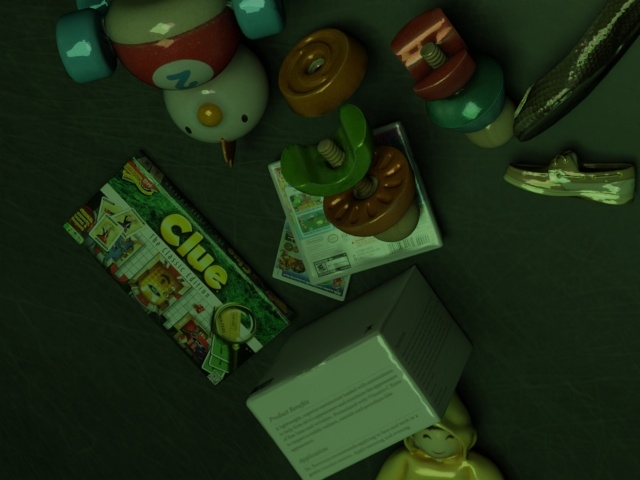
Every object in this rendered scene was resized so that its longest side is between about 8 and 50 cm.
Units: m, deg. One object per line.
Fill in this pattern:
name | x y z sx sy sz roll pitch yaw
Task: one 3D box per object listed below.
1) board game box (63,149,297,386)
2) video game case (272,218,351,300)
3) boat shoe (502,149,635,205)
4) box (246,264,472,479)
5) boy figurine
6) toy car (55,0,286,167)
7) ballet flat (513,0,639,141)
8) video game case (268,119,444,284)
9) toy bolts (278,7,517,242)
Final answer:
board game box | -0.162 0.034 1.786 0.259 0.030 0.136 46 115 -4
video game case | 0.000 0.000 1.728 0.087 0.011 0.122 19 115 10
boat shoe | 0.256 -0.069 1.599 0.135 0.050 0.045 8 110 4
box | 0.045 0.143 1.675 0.181 0.182 0.119 -30 101 26
boy figurine | 0.140 0.294 1.757 0.177 0.092 0.285 12 117 16
toy car | -0.119 -0.171 1.607 0.219 0.210 0.238 -14 119 10
ballet flat | 0.270 -0.196 1.528 0.058 0.084 0.250 46 115 10
video game case | 0.038 -0.039 1.683 0.157 0.019 0.143 -17 98 19
toy bolts | 0.086 -0.127 1.599 0.228 0.218 0.158 -32 134 17
